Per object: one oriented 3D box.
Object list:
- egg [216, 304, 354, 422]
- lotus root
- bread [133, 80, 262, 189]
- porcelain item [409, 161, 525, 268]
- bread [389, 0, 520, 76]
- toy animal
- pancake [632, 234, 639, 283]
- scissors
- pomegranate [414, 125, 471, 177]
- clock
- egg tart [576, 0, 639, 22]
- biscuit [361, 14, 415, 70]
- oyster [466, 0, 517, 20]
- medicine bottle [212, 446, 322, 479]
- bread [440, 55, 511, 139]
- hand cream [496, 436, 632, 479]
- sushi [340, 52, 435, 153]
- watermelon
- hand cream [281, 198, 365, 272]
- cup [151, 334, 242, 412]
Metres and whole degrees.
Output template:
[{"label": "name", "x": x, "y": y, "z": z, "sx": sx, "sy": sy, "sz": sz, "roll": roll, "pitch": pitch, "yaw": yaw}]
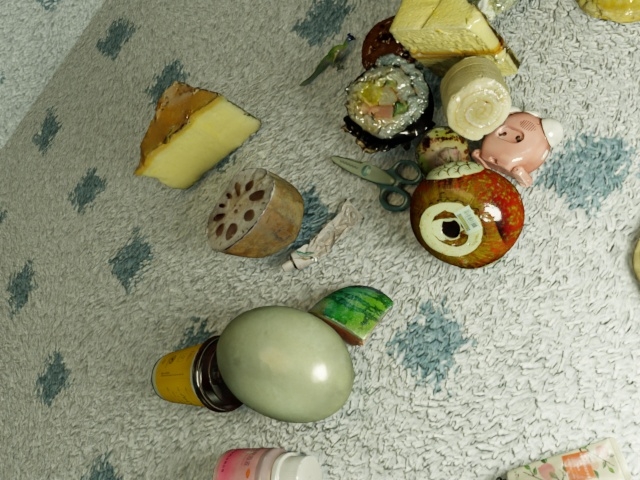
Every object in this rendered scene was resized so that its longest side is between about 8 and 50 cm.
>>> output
[{"label": "egg", "x": -0.085, "y": 0.285, "z": 1.483, "sx": 0.352, "sy": 0.258, "sz": 0.258, "roll": 22, "pitch": 85, "yaw": 32}, {"label": "lotus root", "x": -0.166, "y": -0.062, "z": 1.733, "sx": 0.272, "sy": 0.192, "sz": 0.272, "roll": -22, "pitch": 56, "yaw": 38}, {"label": "bread", "x": -0.372, "y": -0.305, "z": 1.943, "sx": 0.279, "sy": 0.248, "sz": 0.315, "roll": 13, "pitch": 83, "yaw": 40}, {"label": "porcelain item", "x": 0.330, "y": -0.067, "z": 1.389, "sx": 0.253, "sy": 0.253, "sz": 0.252, "roll": -14, "pitch": 64, "yaw": 31}, {"label": "bread", "x": 0.346, "y": -0.509, "z": 1.494, "sx": 0.236, "sy": 0.263, "sz": 0.198, "roll": 21, "pitch": 89, "yaw": 40}, {"label": "toy animal", "x": 0.025, "y": -0.515, "z": 1.872, "sx": 0.217, "sy": 0.041, "sz": 0.075, "roll": -44, "pitch": 51, "yaw": 18}, {"label": "pancake", "x": 0.720, "y": 0.036, "z": 1.141, "sx": 0.295, "sy": 0.049, "sz": 0.294, "roll": -13, "pitch": 67, "yaw": 34}, {"label": "scissors", "x": 0.134, "y": -0.172, "z": 1.650, "sx": 0.289, "sy": 0.041, "sz": 0.138, "roll": 28, "pitch": 97, "yaw": 39}, {"label": "pomegranate", "x": 0.297, "y": -0.196, "z": 1.474, "sx": 0.163, "sy": 0.126, "sz": 0.138, "roll": 24, "pitch": 129, "yaw": 64}, {"label": "clock", "x": 0.440, "y": -0.224, "z": 1.422, "sx": 0.166, "sy": 0.093, "sz": 0.162, "roll": 32, "pitch": 89, "yaw": 40}, {"label": "egg tart", "x": 0.690, "y": -0.620, "z": 1.390, "sx": 0.290, "sy": 0.115, "sz": 0.290, "roll": -13, "pitch": 64, "yaw": 29}, {"label": "biscuit", "x": 0.195, "y": -0.537, "z": 1.752, "sx": 0.192, "sy": 0.049, "sz": 0.192, "roll": -11, "pitch": 70, "yaw": 32}, {"label": "oyster", "x": 0.435, "y": -0.654, "z": 1.569, "sx": 0.198, "sy": 0.112, "sz": 0.267, "roll": -36, "pitch": 38, "yaw": 19}, {"label": "medicine bottle", "x": -0.124, "y": 0.554, "z": 1.476, "sx": 0.247, "sy": 0.147, "sz": 0.147, "roll": -14, "pitch": 64, "yaw": 31}, {"label": "bread", "x": 0.346, "y": -0.323, "z": 1.433, "sx": 0.148, "sy": 0.134, "sz": 0.141, "roll": -51, "pitch": 21, "yaw": 33}, {"label": "hand cream", "x": 0.446, "y": 0.434, "z": 1.182, "sx": 0.234, "sy": 0.050, "sz": 0.080, "roll": -23, "pitch": 56, "yaw": 20}, {"label": "sushi", "x": 0.169, "y": -0.325, "z": 1.600, "sx": 0.239, "sy": 0.218, "sz": 0.224, "roll": -18, "pitch": 81, "yaw": -9}, {"label": "watermelon", "x": 0.071, "y": 0.156, "z": 1.534, "sx": 0.231, "sy": 0.128, "sz": 0.146, "roll": 24, "pitch": 68, "yaw": 42}, {"label": "hand cream", "x": 0.002, "y": 0.001, "z": 1.673, "sx": 0.257, "sy": 0.050, "sz": 0.084, "roll": -41, "pitch": 55, "yaw": 7}, {"label": "cup", "x": -0.312, "y": 0.355, "z": 1.675, "sx": 0.280, "sy": 0.196, "sz": 0.196, "roll": -15, "pitch": 63, "yaw": 40}]
